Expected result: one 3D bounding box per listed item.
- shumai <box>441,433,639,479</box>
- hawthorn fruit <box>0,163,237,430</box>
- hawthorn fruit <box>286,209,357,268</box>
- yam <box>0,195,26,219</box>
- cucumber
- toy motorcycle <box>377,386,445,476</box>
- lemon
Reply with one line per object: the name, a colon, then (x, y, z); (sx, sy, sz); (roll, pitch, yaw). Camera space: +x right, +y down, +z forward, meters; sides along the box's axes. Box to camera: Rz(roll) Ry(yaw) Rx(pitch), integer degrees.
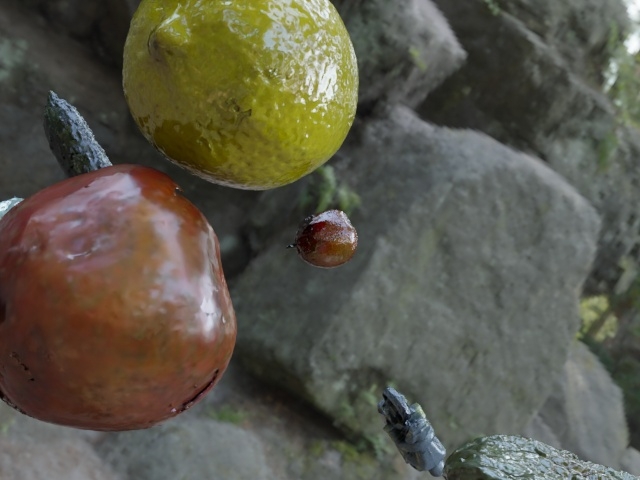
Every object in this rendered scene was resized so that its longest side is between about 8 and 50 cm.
shumai: (0.224, 0.316, 1.093); (0.255, 0.218, 0.189); (19, 18, 14)
hawthorn fruit: (-0.251, 0.070, 1.136); (0.307, 0.276, 0.276); (-12, 27, -23)
hawthorn fruit: (0.006, -0.002, 1.334); (0.077, 0.077, 0.077); (31, 7, -4)
yam: (-0.454, 0.099, 1.389); (0.241, 0.348, 0.241); (35, 40, -36)
cucumber: (-0.308, -0.077, 1.572); (0.300, 0.072, 0.072); (56, 8, 0)
toy motorcycle: (0.131, 0.276, 1.571); (0.124, 0.061, 0.193); (49, -12, 25)
lemon: (-0.083, -0.175, 1.202); (0.267, 0.267, 0.267); (31, 7, -4)
